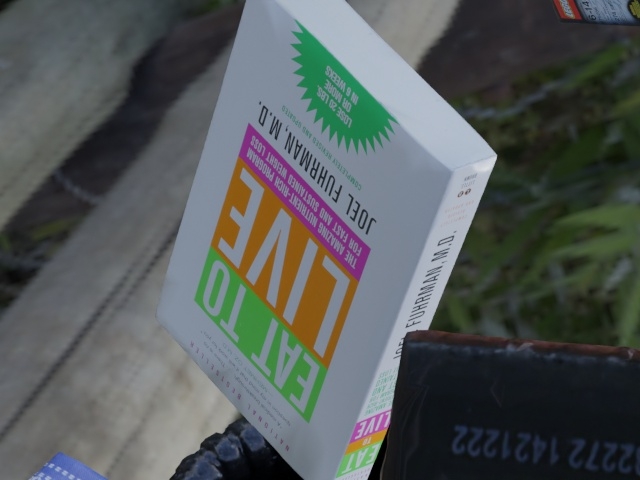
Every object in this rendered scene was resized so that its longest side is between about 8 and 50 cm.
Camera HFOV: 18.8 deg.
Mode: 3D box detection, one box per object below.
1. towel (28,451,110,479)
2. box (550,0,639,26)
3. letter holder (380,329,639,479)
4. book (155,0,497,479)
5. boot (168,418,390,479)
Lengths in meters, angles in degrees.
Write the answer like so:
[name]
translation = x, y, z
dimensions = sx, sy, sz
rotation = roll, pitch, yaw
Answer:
[towel]
translation = -0.190, 0.322, 1.318
dimensions = 0.336, 0.243, 0.040
rotation = -49, 158, -32
[box]
translation = 0.163, -0.193, 1.173
dimensions = 0.027, 0.094, 0.137
rotation = -45, 123, -27
[letter holder]
translation = 0.181, 0.122, 0.409
dimensions = 0.214, 0.302, 0.152
rotation = 30, 66, -64
[book]
translation = 0.000, 0.000, 0.610
dimensions = 0.035, 0.144, 0.096
rotation = -18, 51, -35
[boot]
translation = -0.081, 0.229, 1.095
dimensions = 0.131, 0.348, 0.260
rotation = 45, -20, 8
